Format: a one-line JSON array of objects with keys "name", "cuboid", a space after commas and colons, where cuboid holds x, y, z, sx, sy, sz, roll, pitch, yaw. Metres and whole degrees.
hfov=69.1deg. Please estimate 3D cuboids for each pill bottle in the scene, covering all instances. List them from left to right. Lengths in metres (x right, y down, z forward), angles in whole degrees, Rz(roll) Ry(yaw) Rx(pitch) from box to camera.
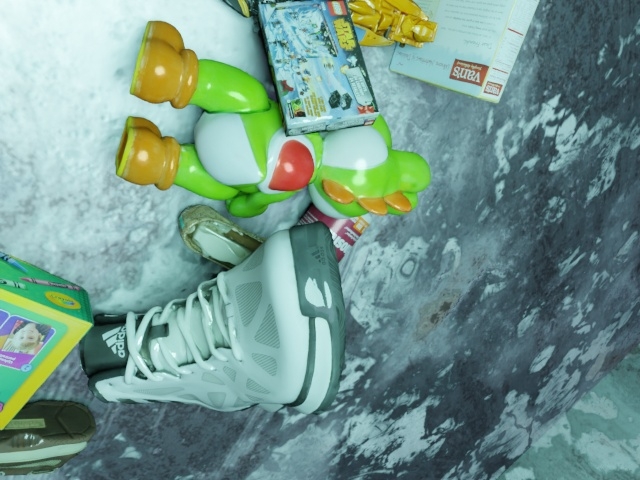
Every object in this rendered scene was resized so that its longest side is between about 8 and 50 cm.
[{"name": "pill bottle", "cuboid": [0.000, 0.000, 0.690, 0.152, 0.086, 0.086, -51, 132, 4]}]

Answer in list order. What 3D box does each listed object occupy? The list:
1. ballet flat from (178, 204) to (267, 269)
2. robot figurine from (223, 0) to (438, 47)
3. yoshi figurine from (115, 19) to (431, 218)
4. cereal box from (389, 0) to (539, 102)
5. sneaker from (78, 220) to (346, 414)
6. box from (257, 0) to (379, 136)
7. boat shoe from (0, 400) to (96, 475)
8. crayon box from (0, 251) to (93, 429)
[{"name": "ballet flat", "cuboid": [-0.092, 0.025, 0.604, 0.206, 0.067, 0.073, 26, 106, -14]}, {"name": "robot figurine", "cuboid": [0.021, -0.320, 0.506, 0.290, 0.085, 0.211, -1, 117, -33]}, {"name": "yoshi figurine", "cuboid": [-0.042, -0.122, 0.566, 0.361, 0.203, 0.203, 12, 73, -24]}, {"name": "cereal box", "cuboid": [0.186, -0.308, 0.566, 0.047, 0.173, 0.241, -1, 119, -35]}, {"name": "sneaker", "cuboid": [-0.141, 0.124, 0.520, 0.257, 0.169, 0.448, 1, 152, -18]}, {"name": "box", "cuboid": [-0.004, -0.176, 0.467, 0.093, 0.137, 0.027, -10, 166, -12]}, {"name": "boat shoe", "cuboid": [-0.417, 0.250, 0.564, 0.257, 0.095, 0.095, 29, 105, -42]}, {"name": "crayon box", "cuboid": [-0.406, 0.076, 0.469, 0.165, 0.081, 0.278, -48, 132, 2]}]
